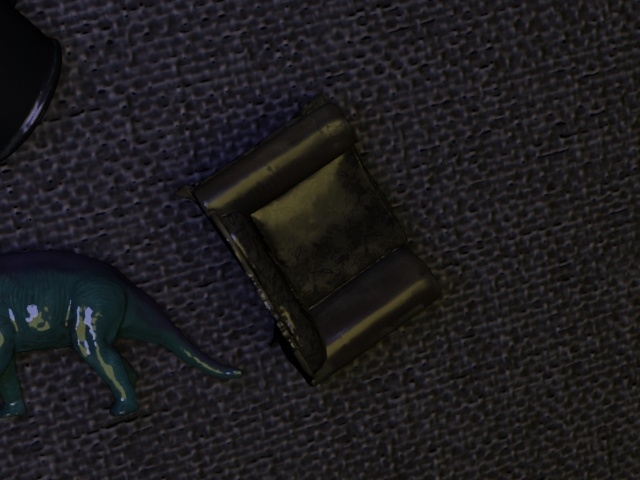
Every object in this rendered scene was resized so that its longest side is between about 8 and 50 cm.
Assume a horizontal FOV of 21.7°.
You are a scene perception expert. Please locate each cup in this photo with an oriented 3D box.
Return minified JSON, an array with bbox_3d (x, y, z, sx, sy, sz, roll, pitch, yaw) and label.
[{"bbox_3d":[-0.340,-0.188,1.579,0.176,0.169,0.223,31,60,-30],"label":"cup"}]

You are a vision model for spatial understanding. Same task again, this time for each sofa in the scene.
[{"bbox_3d":[0.000,0.000,1.745,0.200,0.182,0.258,-35,114,-11],"label":"sofa"}]

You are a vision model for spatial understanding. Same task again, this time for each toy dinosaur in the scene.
[{"bbox_3d":[-0.283,0.019,1.691,0.383,0.129,0.331,-11,99,-21],"label":"toy dinosaur"}]
